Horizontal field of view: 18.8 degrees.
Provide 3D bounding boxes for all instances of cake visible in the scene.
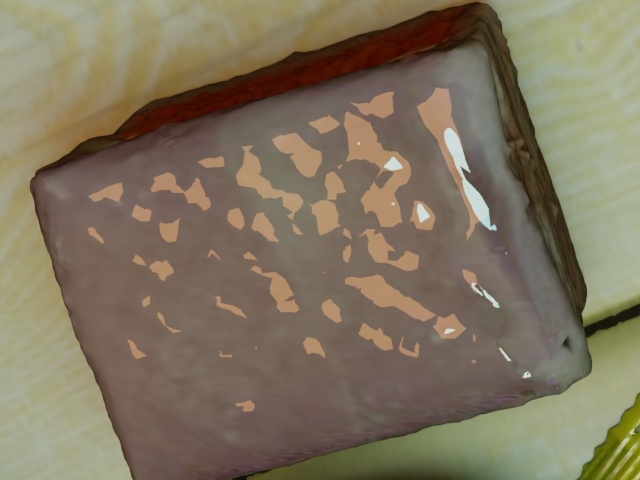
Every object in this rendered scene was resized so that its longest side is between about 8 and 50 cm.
[{"bbox_3d":[0.000,0.000,1.221,0.309,0.237,0.230,-14,99,13],"label":"cake"}]

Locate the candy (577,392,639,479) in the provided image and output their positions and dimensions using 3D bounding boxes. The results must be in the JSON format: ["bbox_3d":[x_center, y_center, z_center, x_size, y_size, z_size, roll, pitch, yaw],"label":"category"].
[{"bbox_3d":[0.275,0.249,1.279,0.297,0.081,0.187,43,100,26],"label":"candy"}]
